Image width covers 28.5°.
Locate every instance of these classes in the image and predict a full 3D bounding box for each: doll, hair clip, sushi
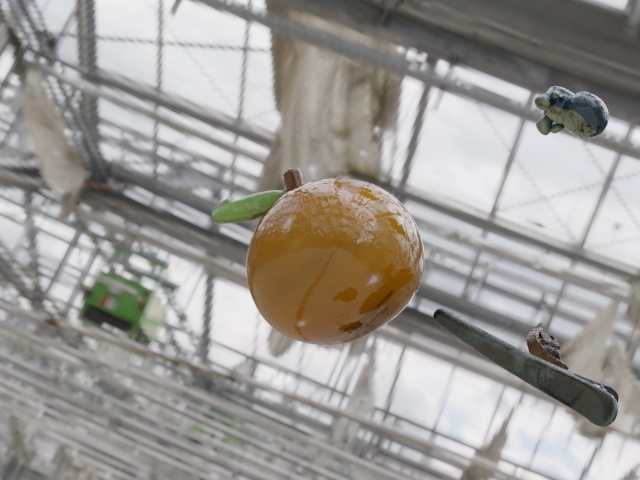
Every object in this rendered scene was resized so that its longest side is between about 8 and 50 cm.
[{"bbox_3d":[0.000,0.000,1.481,0.236,0.213,0.213,58,-4,22],"label":"doll"},{"bbox_3d":[0.290,-0.150,1.448,0.083,0.050,0.076,22,-19,25],"label":"doll"},{"bbox_3d":[0.228,0.134,1.408,0.229,0.039,0.070,30,12,9],"label":"hair clip"},{"bbox_3d":[0.363,0.174,2.025,0.050,0.047,0.099,16,40,-51],"label":"sushi"}]
